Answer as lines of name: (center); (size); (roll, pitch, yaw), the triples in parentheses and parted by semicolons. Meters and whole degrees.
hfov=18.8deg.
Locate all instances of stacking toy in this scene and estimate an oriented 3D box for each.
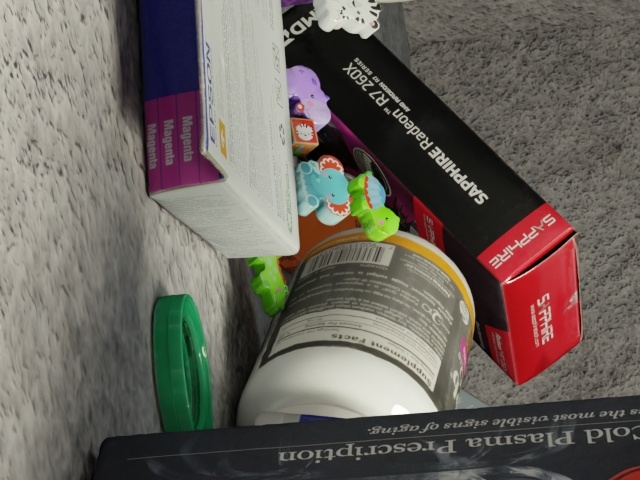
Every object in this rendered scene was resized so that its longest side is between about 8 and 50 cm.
stacking toy: (-0.005, -0.072, 1.490); (0.167, 0.052, 0.221); (-36, -123, 50)

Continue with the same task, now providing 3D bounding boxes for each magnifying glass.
magnifying glass: (-0.081, 0.149, 1.233); (0.092, 0.026, 0.231); (-7, 88, -84)

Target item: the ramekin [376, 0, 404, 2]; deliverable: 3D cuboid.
ramekin: (0.043, -0.326, 1.795); (0.273, 0.273, 0.127); (69, 27, -67)

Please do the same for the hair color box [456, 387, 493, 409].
hair color box: (0.167, 0.276, 1.964); (0.374, 0.113, 0.185); (30, -40, 45)

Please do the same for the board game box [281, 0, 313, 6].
board game box: (-0.004, -0.365, 1.598); (0.056, 0.208, 0.347); (63, 21, -73)

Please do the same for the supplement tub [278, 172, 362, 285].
supplement tub: (0.008, 0.001, 1.742); (0.190, 0.117, 0.117); (43, 41, -79)

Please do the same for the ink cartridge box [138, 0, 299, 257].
ink cartridge box: (-0.083, -0.173, 1.331); (0.330, 0.071, 0.324); (47, 37, -75)

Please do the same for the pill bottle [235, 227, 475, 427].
pill bottle: (0.025, 0.120, 1.501); (0.278, 0.162, 0.162); (-68, 153, -57)

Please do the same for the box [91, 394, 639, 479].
box: (0.054, 0.230, 0.900); (0.312, 0.343, 0.179); (-85, 169, -64)

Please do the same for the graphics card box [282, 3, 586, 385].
graphics card box: (0.097, -0.051, 1.851); (0.371, 0.094, 0.233); (48, -11, 26)

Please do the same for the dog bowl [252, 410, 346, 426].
dog bowl: (-0.001, 0.244, 1.236); (0.265, 0.104, 0.265); (4, 90, -88)

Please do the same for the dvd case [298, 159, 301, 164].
dvd case: (0.000, 0.000, 2.113); (0.164, 0.018, 0.221); (64, 22, -68)
